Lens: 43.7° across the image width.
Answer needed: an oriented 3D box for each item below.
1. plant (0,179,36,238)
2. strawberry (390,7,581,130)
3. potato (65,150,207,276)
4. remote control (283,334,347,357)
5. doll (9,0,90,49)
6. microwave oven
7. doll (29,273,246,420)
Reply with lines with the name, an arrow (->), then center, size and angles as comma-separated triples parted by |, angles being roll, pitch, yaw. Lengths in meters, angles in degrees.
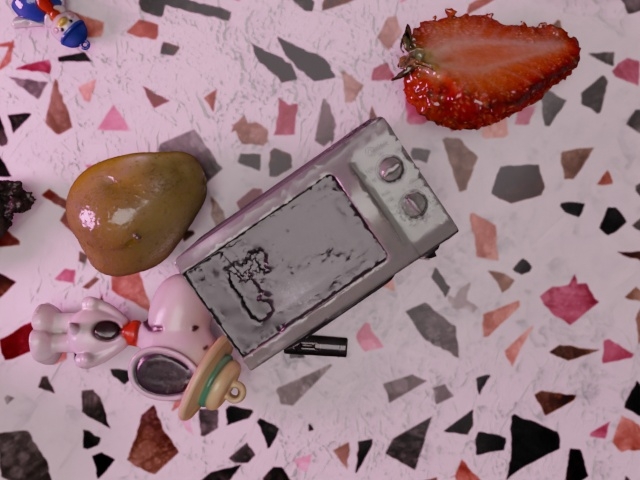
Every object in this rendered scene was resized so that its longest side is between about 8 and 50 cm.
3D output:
plant -> -0.470, -0.020, 1.090 | 0.174, 0.087, 0.085 | -45, 61, -3
strawberry -> 0.211, -0.208, 1.055 | 0.235, 0.107, 0.175 | 13, 60, -1
potato -> -0.240, -0.044, 1.067 | 0.194, 0.157, 0.157 | -32, 94, -9
remote control -> -0.007, 0.151, 1.134 | 0.091, 0.016, 0.034 | 4, 91, 1
doll -> -0.367, -0.310, 1.078 | 0.143, 0.057, 0.099 | 44, 81, -8
microwave oven -> 0.000, 0.000, 1.007 | 0.295, 0.237, 0.181 | -35, 95, 4
doll -> -0.250, 0.157, 1.094 | 0.271, 0.144, 0.208 | -16, 75, 0
